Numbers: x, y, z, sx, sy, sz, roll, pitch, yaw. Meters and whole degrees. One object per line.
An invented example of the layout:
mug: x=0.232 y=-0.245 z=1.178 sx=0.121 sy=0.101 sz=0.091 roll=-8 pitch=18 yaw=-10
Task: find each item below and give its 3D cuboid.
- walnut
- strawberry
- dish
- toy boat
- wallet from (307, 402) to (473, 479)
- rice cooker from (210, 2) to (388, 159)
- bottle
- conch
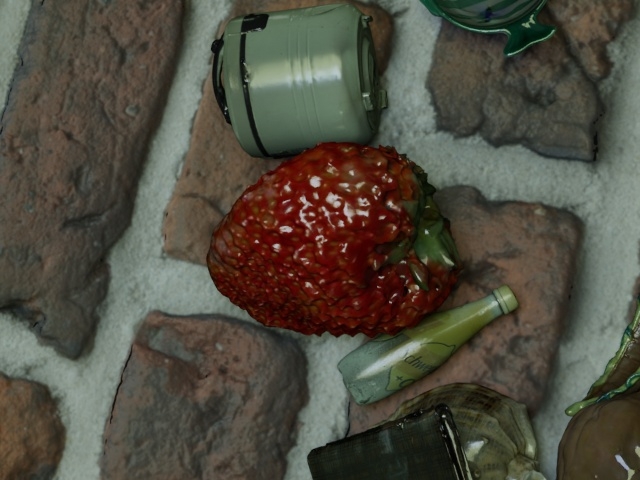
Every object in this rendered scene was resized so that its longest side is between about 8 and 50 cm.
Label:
walnut: x=0.429 y=0.316 z=1.611 sx=0.273 sy=0.227 sz=0.273 roll=-3 pitch=77 yaw=14
strawberry: x=0.000 y=0.000 z=1.748 sx=0.351 sy=0.312 sz=0.267 roll=-18 pitch=47 yaw=28
dish: x=0.259 y=-0.376 z=1.856 sx=0.224 sy=0.078 sz=0.246 roll=-26 pitch=74 yaw=7
toy boat: x=0.438 y=0.126 z=1.712 sx=0.099 sy=0.108 sz=0.292 roll=27 pitch=92 yaw=-16
wallet: x=0.092 y=0.328 z=1.678 sx=0.317 sy=0.044 sz=0.169 roll=-31 pitch=72 yaw=51
rice cooker: x=-0.033 y=-0.229 z=1.830 sx=0.244 sy=0.226 sz=0.226 roll=-8 pitch=78 yaw=10
bottle: x=0.154 y=0.140 z=1.780 sx=0.270 sy=0.083 sz=0.083 roll=-30 pitch=75 yaw=5
conch: x=0.190 y=0.297 z=1.704 sx=0.291 sy=0.159 sz=0.210 roll=18 pitch=85 yaw=17
